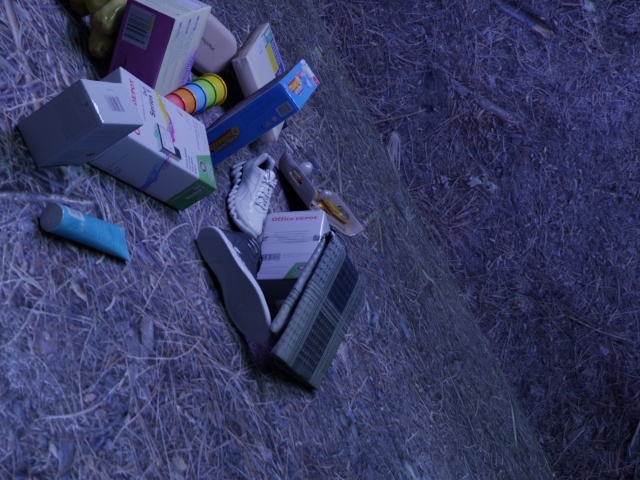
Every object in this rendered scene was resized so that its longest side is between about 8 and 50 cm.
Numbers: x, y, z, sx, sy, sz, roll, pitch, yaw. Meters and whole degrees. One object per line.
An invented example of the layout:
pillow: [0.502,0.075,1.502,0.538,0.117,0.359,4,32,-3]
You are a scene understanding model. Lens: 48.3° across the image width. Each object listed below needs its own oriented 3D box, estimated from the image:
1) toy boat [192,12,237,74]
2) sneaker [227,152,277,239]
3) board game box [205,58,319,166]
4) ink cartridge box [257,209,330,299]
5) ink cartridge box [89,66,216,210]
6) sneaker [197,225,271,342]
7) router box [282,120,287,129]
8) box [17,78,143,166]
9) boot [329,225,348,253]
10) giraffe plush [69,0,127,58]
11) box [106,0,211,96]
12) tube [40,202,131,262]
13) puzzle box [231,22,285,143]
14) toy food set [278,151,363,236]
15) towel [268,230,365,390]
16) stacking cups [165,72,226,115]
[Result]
toy boat: [-0.356,-0.585,2.067,0.151,0.151,0.231,41,3,43]
sneaker: [-0.175,-0.127,1.909,0.110,0.118,0.292,45,28,-40]
board game box: [-0.171,-0.341,1.914,0.086,0.308,0.302,54,22,-15]
ink cartridge box: [-0.067,0.036,1.812,0.092,0.161,0.219,72,22,-48]
ink cartridge box: [-0.371,-0.216,1.565,0.278,0.117,0.201,32,36,-52]
sneaker: [-0.166,0.093,1.669,0.295,0.105,0.147,61,26,10]
router box: [-0.167,-0.437,2.412,0.122,0.038,0.092,33,36,-52]
box: [-0.444,-0.215,1.324,0.091,0.171,0.130,64,21,2]
boot: [-0.001,0.002,2.205,0.189,0.076,0.208,46,16,-3]
giraffe plush: [-0.509,-0.546,1.628,0.171,0.210,0.181,31,27,2]
box: [-0.379,-0.462,1.681,0.117,0.213,0.243,25,27,0]
tube: [-0.420,-0.017,1.313,0.207,0.052,0.080,31,41,-62]
puzzle box: [-0.173,-0.505,2.256,0.408,0.052,0.272,-79,152,-60]
toy food set: [0.008,-0.149,2.296,0.306,0.092,0.219,33,16,-50]
towel: [-0.006,0.179,1.720,0.324,0.056,0.312,-64,153,-18]
stacking cups: [-0.344,-0.358,1.858,0.096,0.096,0.316,57,25,-13]
